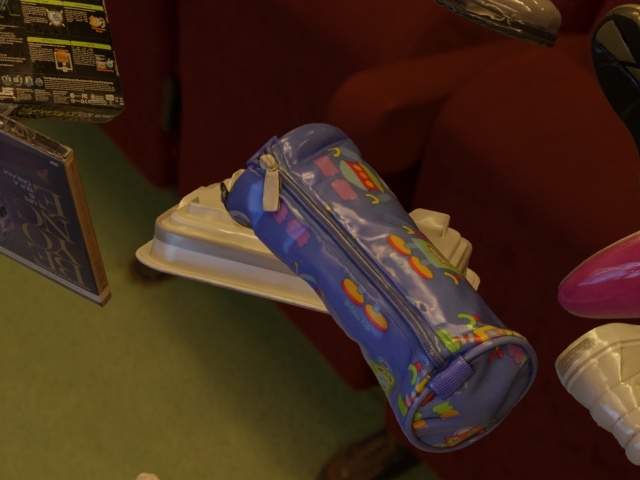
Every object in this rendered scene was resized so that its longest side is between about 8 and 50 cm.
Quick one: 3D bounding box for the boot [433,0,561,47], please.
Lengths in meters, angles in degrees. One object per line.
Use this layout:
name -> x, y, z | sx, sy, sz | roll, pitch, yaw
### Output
boot -> 0.151, -0.354, 1.383 | 0.338, 0.223, 0.118 | 43, 19, 32

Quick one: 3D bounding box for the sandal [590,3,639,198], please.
sandal -> 0.372, -0.105, 1.404 | 0.120, 0.303, 0.086 | -5, 24, 49

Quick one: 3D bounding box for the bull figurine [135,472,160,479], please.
bull figurine -> -0.265, 0.318, 1.319 | 0.188, 0.310, 0.101 | 26, 35, -22

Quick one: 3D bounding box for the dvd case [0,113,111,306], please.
dvd case -> -0.254, -0.038, 1.122 | 0.164, 0.221, 0.018 | 26, 62, 15

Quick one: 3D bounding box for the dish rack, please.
dish rack -> 0.000, 0.000, 1.452 | 0.332, 0.072, 0.285 | 13, 16, 10

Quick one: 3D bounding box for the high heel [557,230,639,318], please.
high heel -> 0.259, 0.041, 0.788 | 0.244, 0.082, 0.117 | -12, 66, 15

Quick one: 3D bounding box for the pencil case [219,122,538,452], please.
pencil case -> 0.041, 0.027, 1.121 | 0.119, 0.133, 0.306 | -45, 57, 8

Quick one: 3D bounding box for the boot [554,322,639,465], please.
boot -> 0.314, 0.137, 1.205 | 0.258, 0.095, 0.123 | -2, 50, -44

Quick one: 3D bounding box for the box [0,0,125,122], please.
box -> -0.322, -0.227, 1.555 | 0.190, 0.045, 0.184 | -2, 71, -41
